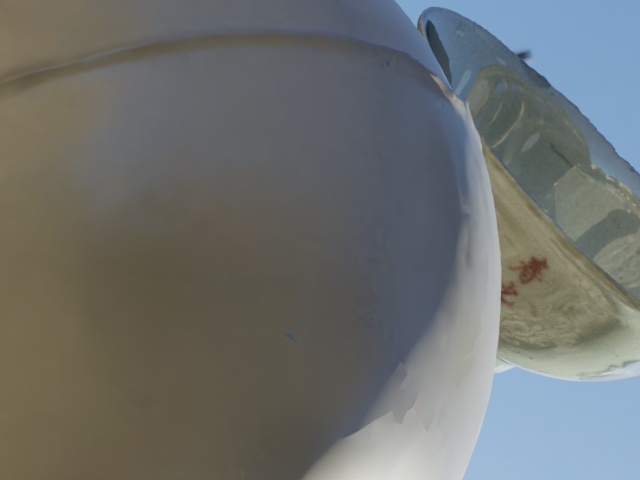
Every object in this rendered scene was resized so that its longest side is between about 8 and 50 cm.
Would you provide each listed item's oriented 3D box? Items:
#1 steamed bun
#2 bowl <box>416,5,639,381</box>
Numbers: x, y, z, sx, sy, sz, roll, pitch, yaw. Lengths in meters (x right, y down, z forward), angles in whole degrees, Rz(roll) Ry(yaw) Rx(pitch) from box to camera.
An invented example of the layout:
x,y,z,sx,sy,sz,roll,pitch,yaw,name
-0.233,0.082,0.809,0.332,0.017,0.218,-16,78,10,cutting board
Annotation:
x,y,z,sx,sy,sz,roll,pitch,yaw,name
-0.097,0.037,0.633,0.334,0.334,0.374,61,-25,30,steamed bun
0.183,-0.002,1.608,0.196,0.435,0.434,-44,-124,21,bowl
